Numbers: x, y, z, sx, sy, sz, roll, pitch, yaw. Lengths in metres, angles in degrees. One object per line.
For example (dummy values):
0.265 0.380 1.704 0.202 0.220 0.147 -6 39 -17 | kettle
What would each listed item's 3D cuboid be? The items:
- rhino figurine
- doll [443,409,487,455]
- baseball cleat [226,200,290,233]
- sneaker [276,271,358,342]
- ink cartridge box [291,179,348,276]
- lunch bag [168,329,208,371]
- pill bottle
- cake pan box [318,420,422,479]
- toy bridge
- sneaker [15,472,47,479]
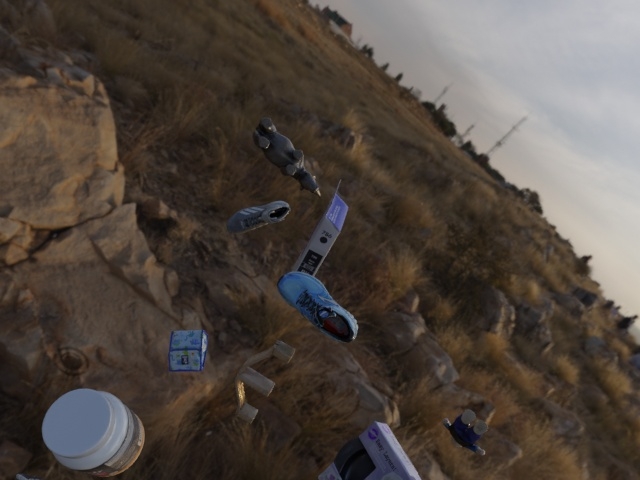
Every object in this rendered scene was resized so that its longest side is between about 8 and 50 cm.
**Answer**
-0.076 -0.196 1.163 0.243 0.073 0.106 46 -4 -18 | rhino figurine
0.386 0.517 1.255 0.129 0.046 0.189 40 -29 23 | doll
-0.191 -0.072 1.433 0.109 0.205 0.072 -129 -164 -76 | baseball cleat
0.000 0.108 0.767 0.162 0.063 0.073 37 -1 -3 | sneaker
0.000 0.000 1.355 0.065 0.333 0.165 26 32 -3 | ink cartridge box
-0.503 0.421 1.786 0.096 0.128 0.151 83 6 -64 | lunch bag
-0.504 0.433 1.061 0.162 0.162 0.278 49 -24 21 | pill bottle
0.139 0.655 1.238 0.070 0.246 0.267 37 12 -41 | cake pan box
-0.109 0.235 0.789 0.063 0.188 0.026 31 29 1 | toy bridge
-0.780 0.723 1.284 0.275 0.110 0.107 10 -30 42 | sneaker
